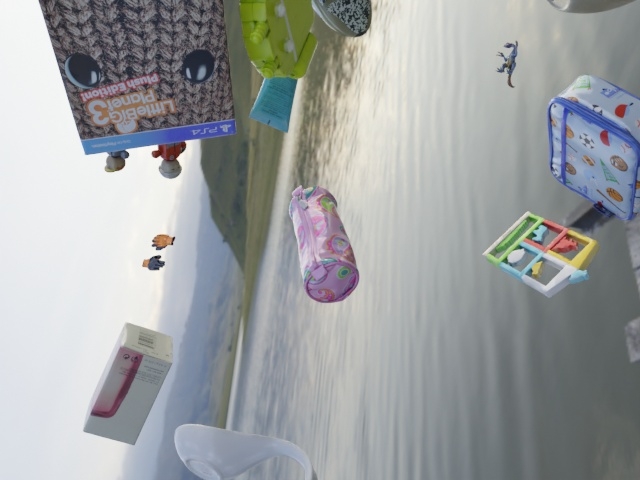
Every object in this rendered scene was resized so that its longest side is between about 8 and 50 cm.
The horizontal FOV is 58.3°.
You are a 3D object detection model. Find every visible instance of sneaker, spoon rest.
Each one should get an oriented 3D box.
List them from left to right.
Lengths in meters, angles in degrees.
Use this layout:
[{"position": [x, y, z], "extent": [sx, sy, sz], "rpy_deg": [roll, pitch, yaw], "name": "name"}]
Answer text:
[{"position": [-0.125, 0.367, 0.963], "extent": [0.084, 0.276, 0.137], "rpy_deg": [-59, -34, -42], "name": "spoon rest"}, {"position": [0.045, -0.643, 1.259], "extent": [0.182, 0.158, 0.410], "rpy_deg": [44, 159, 54], "name": "sneaker"}]

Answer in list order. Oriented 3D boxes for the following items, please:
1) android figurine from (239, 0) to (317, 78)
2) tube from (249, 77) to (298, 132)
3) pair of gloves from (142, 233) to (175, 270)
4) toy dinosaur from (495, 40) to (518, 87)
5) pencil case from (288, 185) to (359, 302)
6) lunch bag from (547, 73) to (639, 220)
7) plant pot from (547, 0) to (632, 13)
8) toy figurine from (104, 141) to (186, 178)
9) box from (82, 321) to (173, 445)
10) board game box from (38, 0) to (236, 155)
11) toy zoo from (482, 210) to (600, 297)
[{"position": [-0.060, -0.375, 0.915], "extent": [0.248, 0.056, 0.273], "rpy_deg": [75, -155, -51], "name": "android figurine"}, {"position": [-0.071, -0.315, 1.095], "extent": [0.052, 0.080, 0.207], "rpy_deg": [168, 118, -70], "name": "tube"}, {"position": [-0.342, 0.025, 1.208], "extent": [0.010, 0.074, 0.083], "rpy_deg": [34, -114, -48], "name": "pair of gloves"}, {"position": [0.422, -0.404, 1.291], "extent": [0.082, 0.047, 0.090], "rpy_deg": [-56, -40, -31], "name": "toy dinosaur"}, {"position": [0.000, 0.000, 1.226], "extent": [0.284, 0.124, 0.124], "rpy_deg": [-104, 21, -48], "name": "pencil case"}, {"position": [0.573, -0.182, 1.174], "extent": [0.243, 0.115, 0.303], "rpy_deg": [44, 173, 34], "name": "lunch bag"}, {"position": [0.649, -0.673, 1.402], "extent": [0.284, 0.191, 0.284], "rpy_deg": [56, -177, -5], "name": "plant pot"}, {"position": [-0.450, -0.260, 1.483], "extent": [0.213, 0.209, 0.148], "rpy_deg": [-102, 16, -51], "name": "toy figurine"}, {"position": [-0.457, 0.339, 1.375], "extent": [0.232, 0.127, 0.148], "rpy_deg": [-64, 20, 8], "name": "box"}, {"position": [-0.258, -0.296, 0.825], "extent": [0.141, 0.232, 0.291], "rpy_deg": [-114, 18, -46], "name": "board game box"}, {"position": [0.604, 0.039, 1.550], "extent": [0.192, 0.030, 0.293], "rpy_deg": [-43, 34, -6], "name": "toy zoo"}]
